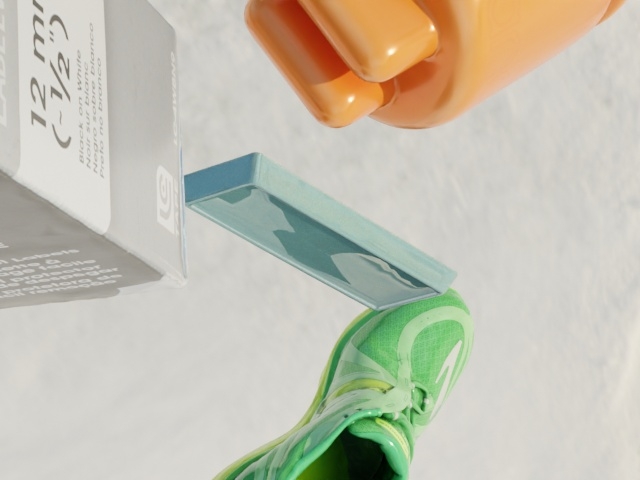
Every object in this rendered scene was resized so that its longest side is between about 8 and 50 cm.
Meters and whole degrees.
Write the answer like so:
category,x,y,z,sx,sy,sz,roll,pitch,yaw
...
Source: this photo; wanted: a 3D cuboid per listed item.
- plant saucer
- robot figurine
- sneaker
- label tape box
category,x,y,z,sx,sy,sz,roll,pitch,yaw
plant saucer,0.000,0.000,1.034,0.067,0.192,0.018,-16,59,36
robot figurine,0.067,-0.133,0.817,0.128,0.158,0.219,28,47,37
sneaker,0.036,0.147,1.291,0.123,0.109,0.295,-2,37,49
label tape box,-0.208,-0.055,0.519,0.249,0.348,0.115,-6,78,12
